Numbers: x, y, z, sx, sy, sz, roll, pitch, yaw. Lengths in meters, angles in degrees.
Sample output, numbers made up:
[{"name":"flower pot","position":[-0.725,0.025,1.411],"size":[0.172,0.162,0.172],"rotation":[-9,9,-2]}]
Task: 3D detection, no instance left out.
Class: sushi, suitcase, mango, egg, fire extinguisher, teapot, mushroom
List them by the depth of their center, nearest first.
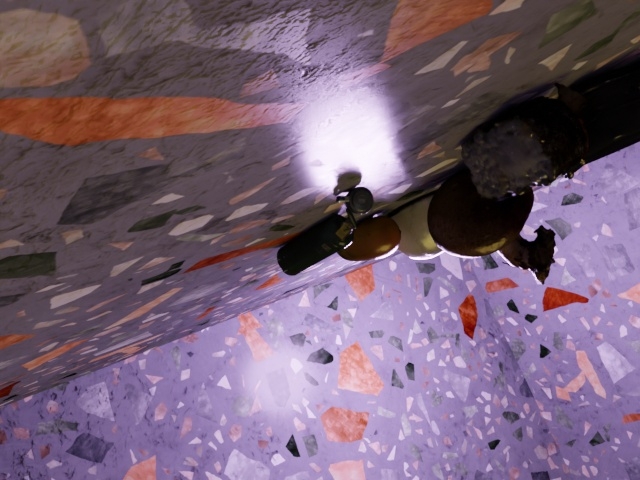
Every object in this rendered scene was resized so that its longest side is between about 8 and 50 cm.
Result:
[{"name":"sushi","position":[0.462,-0.217,1.380],"size":[0.182,0.196,0.343],"rotation":[-41,-177,-19]},{"name":"teapot","position":[0.077,-0.096,1.456],"size":[0.088,0.066,0.057],"rotation":[4,179,-23]},{"name":"suitcase","position":[0.742,-0.313,1.461],"size":[0.345,0.188,0.339],"rotation":[-21,173,-5]},{"name":"fire extinguisher","position":[0.000,0.000,1.735],"size":[0.311,0.114,0.095],"rotation":[-28,-150,40]},{"name":"mushroom","position":[0.520,-0.065,1.875],"size":[0.334,0.331,0.356],"rotation":[-6,148,41]},{"name":"mango","position":[0.169,-0.002,2.055],"size":[0.176,0.139,0.254],"rotation":[-5,171,-31]},{"name":"egg","position":[0.389,-0.043,2.195],"size":[0.337,0.201,0.337],"rotation":[-25,174,-3]}]

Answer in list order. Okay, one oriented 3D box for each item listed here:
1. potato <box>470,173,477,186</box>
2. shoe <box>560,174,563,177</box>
[{"name":"potato","position":[0.473,-0.228,1.714],"size":[0.172,0.089,0.100],"rotation":[-54,-164,-3]},{"name":"shoe","position":[0.714,-0.265,1.947],"size":[0.171,0.132,0.336],"rotation":[-4,-165,28]}]
